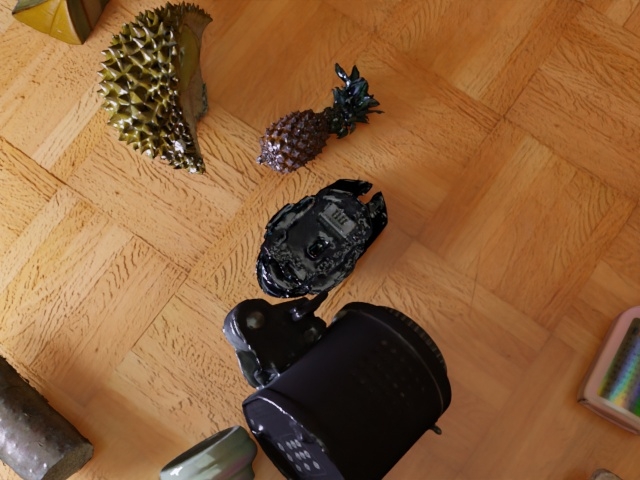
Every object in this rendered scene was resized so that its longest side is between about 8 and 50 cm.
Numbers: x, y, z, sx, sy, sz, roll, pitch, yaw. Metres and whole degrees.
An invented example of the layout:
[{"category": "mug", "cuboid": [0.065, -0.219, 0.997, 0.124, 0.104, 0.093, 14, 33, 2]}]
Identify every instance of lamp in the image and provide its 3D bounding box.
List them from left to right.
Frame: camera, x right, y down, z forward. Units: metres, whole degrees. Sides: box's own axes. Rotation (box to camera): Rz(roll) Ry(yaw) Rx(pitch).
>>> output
[{"category": "lamp", "cuboid": [0.048, 0.225, 1.170, 0.272, 0.205, 0.374, -19, 81, -25]}]

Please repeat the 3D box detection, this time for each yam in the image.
[{"category": "yam", "cuboid": [-0.449, 0.244, 1.242, 0.259, 0.106, 0.106, 39, 79, 12]}]

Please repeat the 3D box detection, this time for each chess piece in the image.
[{"category": "chess piece", "cuboid": [-0.103, 0.403, 1.200, 0.139, 0.139, 0.271, -28, 88, -6]}]

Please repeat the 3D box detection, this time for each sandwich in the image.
[{"category": "sandwich", "cuboid": [-0.422, -0.407, 1.368, 0.144, 0.187, 0.117, 25, 77, 0]}]

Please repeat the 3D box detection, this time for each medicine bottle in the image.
[{"category": "medicine bottle", "cuboid": [0.471, 0.165, 1.269, 0.115, 0.078, 0.219, 29, 78, 9]}]

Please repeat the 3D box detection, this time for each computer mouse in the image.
[{"category": "computer mouse", "cuboid": [0.000, 0.000, 1.314, 0.242, 0.077, 0.146, -42, 79, -13]}]

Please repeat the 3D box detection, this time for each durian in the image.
[{"category": "durian", "cuboid": [-0.247, -0.241, 1.357, 0.172, 0.166, 0.306, -20, 68, 26]}]

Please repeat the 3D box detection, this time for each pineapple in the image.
[{"category": "pineapple", "cuboid": [-0.011, -0.183, 1.357, 0.221, 0.083, 0.103, -35, 79, -10]}]

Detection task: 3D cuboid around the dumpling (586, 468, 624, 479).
[{"category": "dumpling", "cuboid": [0.400, 0.403, 1.197, 0.136, 0.118, 0.199, -30, 105, -21]}]
